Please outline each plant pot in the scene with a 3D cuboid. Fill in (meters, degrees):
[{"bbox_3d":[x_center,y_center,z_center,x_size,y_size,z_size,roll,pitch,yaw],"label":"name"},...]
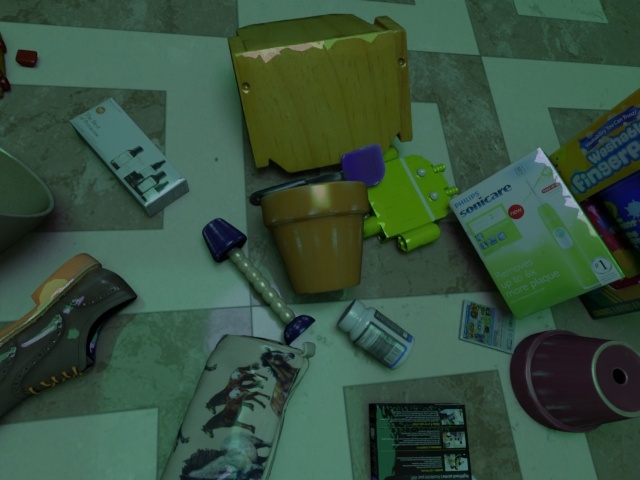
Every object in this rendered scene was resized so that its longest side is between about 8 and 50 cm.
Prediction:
[{"bbox_3d":[0.509,0.267,0.804,0.201,0.180,0.201,4,71,-11],"label":"plant pot"},{"bbox_3d":[0.000,0.000,0.800,0.205,0.205,0.187,-8,89,-14],"label":"plant pot"}]

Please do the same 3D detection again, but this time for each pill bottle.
[{"bbox_3d":[0.105,0.179,0.807,0.137,0.078,0.078,37,68,3],"label":"pill bottle"}]

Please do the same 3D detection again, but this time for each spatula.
[{"bbox_3d":[-0.006,-0.124,0.883,0.297,0.030,0.084,-16,105,3],"label":"spatula"}]

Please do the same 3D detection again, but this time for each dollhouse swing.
[{"bbox_3d":[-0.017,-0.358,0.968,0.347,0.305,0.315,-13,113,-9],"label":"dollhouse swing"}]

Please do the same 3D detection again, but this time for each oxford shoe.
[{"bbox_3d":[-0.449,0.195,0.664,0.133,0.130,0.363,34,67,-5],"label":"oxford shoe"}]

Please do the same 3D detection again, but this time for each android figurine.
[{"bbox_3d":[0.181,-0.099,0.937,0.273,0.056,0.248,-18,75,-15],"label":"android figurine"}]

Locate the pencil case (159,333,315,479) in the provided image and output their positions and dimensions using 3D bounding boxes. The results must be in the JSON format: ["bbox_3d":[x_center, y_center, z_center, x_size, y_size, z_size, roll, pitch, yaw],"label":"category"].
[{"bbox_3d":[-0.138,0.340,0.652,0.184,0.160,0.410,12,67,13],"label":"pencil case"}]

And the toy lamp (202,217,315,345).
[{"bbox_3d":[-0.123,0.071,0.799,0.080,0.080,0.274,-40,82,-21],"label":"toy lamp"}]

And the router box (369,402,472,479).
[{"bbox_3d":[0.182,0.371,0.771,0.179,0.046,0.133,4,70,-10],"label":"router box"}]

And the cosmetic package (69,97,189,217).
[{"bbox_3d":[-0.382,-0.169,0.842,0.099,0.060,0.239,-41,83,-22],"label":"cosmetic package"}]

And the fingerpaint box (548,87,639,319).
[{"bbox_3d":[0.645,-0.073,0.812,0.163,0.445,0.371,-22,77,-17],"label":"fingerpaint box"}]

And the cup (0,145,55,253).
[{"bbox_3d":[-0.640,-0.048,0.635,0.331,0.331,0.237,38,94,4],"label":"cup"}]

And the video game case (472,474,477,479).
[{"bbox_3d":[0.272,0.560,0.733,0.183,0.023,0.201,46,68,7],"label":"video game case"}]

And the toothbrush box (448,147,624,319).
[{"bbox_3d":[0.437,-0.012,0.864,0.122,0.206,0.283,-3,64,-56],"label":"toothbrush box"}]

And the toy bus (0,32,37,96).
[{"bbox_3d":[-0.696,-0.368,0.824,0.202,0.104,0.191,29,68,0],"label":"toy bus"}]

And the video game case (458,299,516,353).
[{"bbox_3d":[0.358,0.184,0.893,0.122,0.011,0.087,17,69,-5],"label":"video game case"}]
